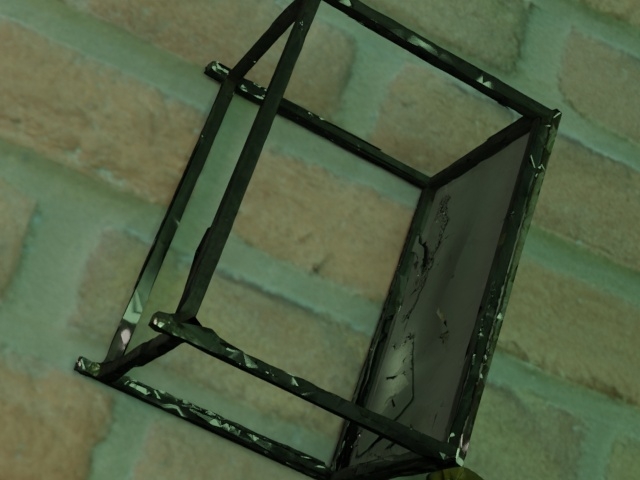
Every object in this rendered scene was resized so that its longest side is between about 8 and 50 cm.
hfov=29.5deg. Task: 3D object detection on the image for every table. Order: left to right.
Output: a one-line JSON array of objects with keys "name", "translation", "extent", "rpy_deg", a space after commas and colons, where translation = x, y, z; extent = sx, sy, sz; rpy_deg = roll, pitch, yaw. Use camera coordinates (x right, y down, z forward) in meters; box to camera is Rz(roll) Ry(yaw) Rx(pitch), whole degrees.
[{"name": "table", "translation": [0.000, 0.000, 1.048], "extent": [0.272, 0.222, 0.334], "rpy_deg": [27, 65, -17]}]

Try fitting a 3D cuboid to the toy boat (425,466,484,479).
[{"name": "toy boat", "translation": [0.026, 0.304, 1.024], "extent": [0.321, 0.121, 0.089], "rpy_deg": [-34, 115, -28]}]
